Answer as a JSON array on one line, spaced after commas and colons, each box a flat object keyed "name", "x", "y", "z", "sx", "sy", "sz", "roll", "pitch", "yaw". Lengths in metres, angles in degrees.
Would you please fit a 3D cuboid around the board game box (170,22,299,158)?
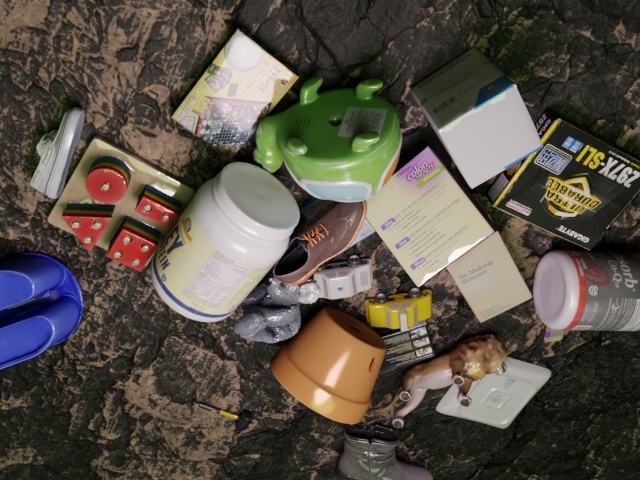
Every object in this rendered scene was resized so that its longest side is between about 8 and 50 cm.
[{"name": "board game box", "x": -0.185, "y": -0.315, "z": 1.382, "sx": 0.165, "sy": 0.042, "sz": 0.243, "roll": 34, "pitch": 113, "yaw": -25}]

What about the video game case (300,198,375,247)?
[{"name": "video game case", "x": 0.045, "y": -0.050, "z": 1.601, "sx": 0.119, "sy": 0.015, "sz": 0.166, "roll": -32, "pitch": 121, "yaw": 15}]

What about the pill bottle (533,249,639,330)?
[{"name": "pill bottle", "x": 0.773, "y": 0.133, "z": 1.694, "sx": 0.362, "sy": 0.210, "sz": 0.210, "roll": 2, "pitch": 123, "yaw": -9}]

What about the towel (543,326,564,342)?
[{"name": "towel", "x": 0.691, "y": 0.264, "z": 1.889, "sx": 0.060, "sy": 0.009, "sz": 0.083, "roll": -8, "pitch": 124, "yaw": -3}]

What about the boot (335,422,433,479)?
[{"name": "boot", "x": 0.223, "y": 0.700, "z": 2.044, "sx": 0.337, "sy": 0.118, "sz": 0.223, "roll": 9, "pitch": 121, "yaw": -7}]

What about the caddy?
[{"name": "caddy", "x": -0.754, "y": 0.172, "z": 1.559, "sx": 0.341, "sy": 0.179, "sz": 0.242, "roll": -20, "pitch": 99, "yaw": 6}]

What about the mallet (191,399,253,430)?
[{"name": "mallet", "x": -0.299, "y": 0.523, "z": 1.928, "sx": 0.189, "sy": 0.039, "sz": 0.062, "roll": 18, "pitch": 122, "yaw": -12}]

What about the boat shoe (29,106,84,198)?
[{"name": "boat shoe", "x": -0.579, "y": -0.194, "z": 1.389, "sx": 0.075, "sy": 0.083, "sz": 0.226, "roll": 22, "pitch": 113, "yaw": -13}]

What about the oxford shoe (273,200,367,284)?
[{"name": "oxford shoe", "x": 0.000, "y": 0.000, "z": 1.464, "sx": 0.097, "sy": 0.098, "sz": 0.271, "roll": 45, "pitch": 97, "yaw": 17}]

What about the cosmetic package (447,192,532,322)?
[{"name": "cosmetic package", "x": 0.407, "y": 0.050, "z": 1.654, "sx": 0.160, "sy": 0.113, "sz": 0.309, "roll": -30, "pitch": 123, "yaw": 13}]

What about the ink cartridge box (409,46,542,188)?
[{"name": "ink cartridge box", "x": 0.325, "y": -0.265, "z": 1.364, "sx": 0.171, "sy": 0.233, "sz": 0.168, "roll": -31, "pitch": 124, "yaw": 13}]

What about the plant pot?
[{"name": "plant pot", "x": 0.040, "y": 0.312, "z": 1.698, "sx": 0.290, "sy": 0.291, "sz": 0.204, "roll": 27, "pitch": 100, "yaw": -22}]

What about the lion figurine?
[{"name": "lion figurine", "x": 0.341, "y": 0.388, "z": 1.843, "sx": 0.391, "sy": 0.240, "sz": 0.142, "roll": -18, "pitch": 108, "yaw": 25}]

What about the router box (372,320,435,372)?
[{"name": "router box", "x": 0.227, "y": 0.297, "z": 1.832, "sx": 0.178, "sy": 0.046, "sz": 0.133, "roll": -17, "pitch": 124, "yaw": 5}]

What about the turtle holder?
[{"name": "turtle holder", "x": 0.016, "y": -0.187, "z": 1.377, "sx": 0.320, "sy": 0.244, "sz": 0.228, "roll": -18, "pitch": 142, "yaw": 0}]

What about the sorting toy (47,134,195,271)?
[{"name": "sorting toy", "x": -0.465, "y": -0.067, "z": 1.483, "sx": 0.255, "sy": 0.089, "sz": 0.257, "roll": 29, "pitch": 116, "yaw": -23}]

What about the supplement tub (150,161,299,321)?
[{"name": "supplement tub", "x": -0.216, "y": 0.006, "z": 1.452, "sx": 0.235, "sy": 0.236, "sz": 0.325, "roll": 27, "pitch": 125, "yaw": -22}]

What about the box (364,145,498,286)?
[{"name": "box", "x": 0.249, "y": -0.054, "z": 1.489, "sx": 0.213, "sy": 0.117, "sz": 0.243, "roll": -39, "pitch": 80, "yaw": 18}]

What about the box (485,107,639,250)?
[{"name": "box", "x": 0.610, "y": -0.142, "z": 1.574, "sx": 0.321, "sy": 0.079, "sz": 0.257, "roll": 22, "pitch": 116, "yaw": -19}]

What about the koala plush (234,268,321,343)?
[{"name": "koala plush", "x": -0.093, "y": 0.127, "z": 1.609, "sx": 0.203, "sy": 0.196, "sz": 0.221, "roll": 21, "pitch": 119, "yaw": -36}]

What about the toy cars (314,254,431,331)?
[{"name": "toy cars", "x": 0.134, "y": 0.153, "z": 1.702, "sx": 0.393, "sy": 0.087, "sz": 0.176, "roll": 27, "pitch": 116, "yaw": -22}]

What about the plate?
[{"name": "plate", "x": 0.541, "y": 0.478, "z": 1.991, "sx": 0.277, "sy": 0.045, "sz": 0.278, "roll": 19, "pitch": 118, "yaw": -17}]

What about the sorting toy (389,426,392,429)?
[{"name": "sorting toy", "x": 0.217, "y": 0.643, "z": 2.078, "sx": 0.062, "sy": 0.012, "sz": 0.083, "roll": -25, "pitch": 122, "yaw": 9}]
